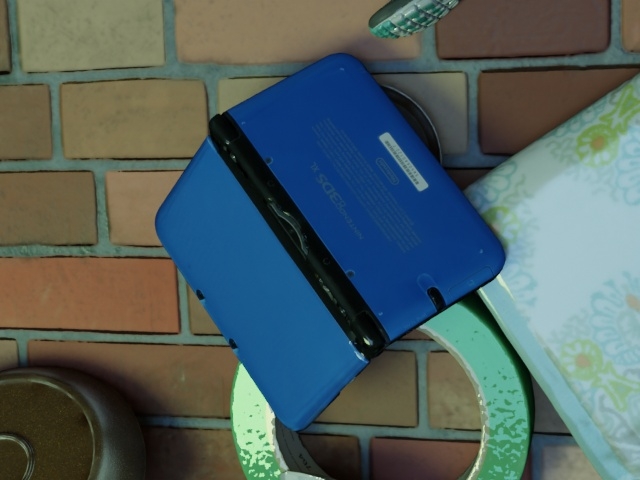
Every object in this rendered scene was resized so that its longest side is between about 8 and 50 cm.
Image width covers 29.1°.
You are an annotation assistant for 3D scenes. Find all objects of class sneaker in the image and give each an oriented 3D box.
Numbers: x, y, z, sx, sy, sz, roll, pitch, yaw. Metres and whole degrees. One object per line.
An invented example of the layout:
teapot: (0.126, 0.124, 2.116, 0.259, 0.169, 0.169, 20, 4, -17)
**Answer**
sneaker: (0.113, -0.272, 1.257, 0.166, 0.065, 0.076, -35, 73, 13)

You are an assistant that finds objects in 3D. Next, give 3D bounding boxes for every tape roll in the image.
tape roll: (0.066, 0.185, 1.322, 0.321, 0.077, 0.321, 2, 99, 13)

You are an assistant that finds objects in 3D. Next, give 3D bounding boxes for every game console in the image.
game console: (0.000, 0.000, 1.268, 0.250, 0.173, 0.293, -30, 72, -16)

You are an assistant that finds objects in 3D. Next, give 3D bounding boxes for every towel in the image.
towel: (0.339, 0.042, 1.229, 0.321, 0.090, 0.374, -34, 89, 13)

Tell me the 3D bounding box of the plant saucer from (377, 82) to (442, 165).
plant saucer: (0.048, -0.085, 1.309, 0.168, 0.029, 0.168, 2, 98, 14)

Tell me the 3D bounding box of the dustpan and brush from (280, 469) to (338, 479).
dustpan and brush: (0.054, 0.318, 1.273, 0.211, 0.060, 0.147, 0, 99, 14)

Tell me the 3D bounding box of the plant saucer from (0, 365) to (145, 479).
plant saucer: (-0.346, 0.258, 1.341, 0.311, 0.050, 0.310, -6, 52, 8)
